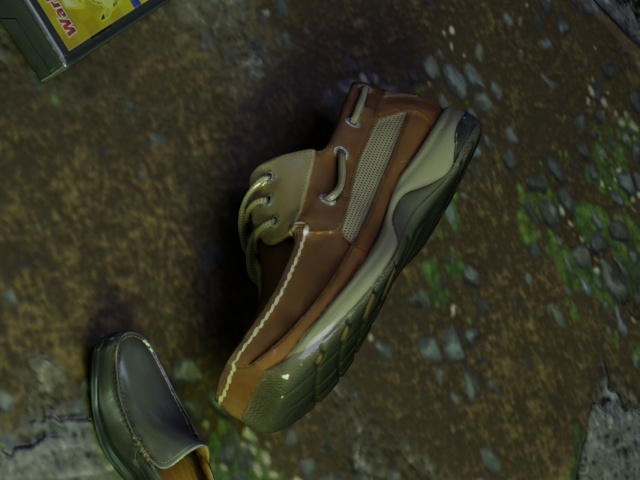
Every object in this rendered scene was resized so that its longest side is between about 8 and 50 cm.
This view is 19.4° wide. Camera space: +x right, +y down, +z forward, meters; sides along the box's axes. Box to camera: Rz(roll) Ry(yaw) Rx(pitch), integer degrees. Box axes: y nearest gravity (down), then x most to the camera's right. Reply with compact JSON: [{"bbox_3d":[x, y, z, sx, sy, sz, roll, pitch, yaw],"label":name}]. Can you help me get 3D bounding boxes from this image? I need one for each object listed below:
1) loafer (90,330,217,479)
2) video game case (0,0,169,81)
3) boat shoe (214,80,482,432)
[{"bbox_3d":[-0.089,0.131,1.137,0.062,0.061,0.170,-15,82,-48],"label":"loafer"},{"bbox_3d":[-0.182,-0.274,1.261,0.275,0.035,0.248,58,41,-10],"label":"video game case"},{"bbox_3d":[0.000,0.000,1.272,0.120,0.122,0.324,29,42,6],"label":"boat shoe"}]
